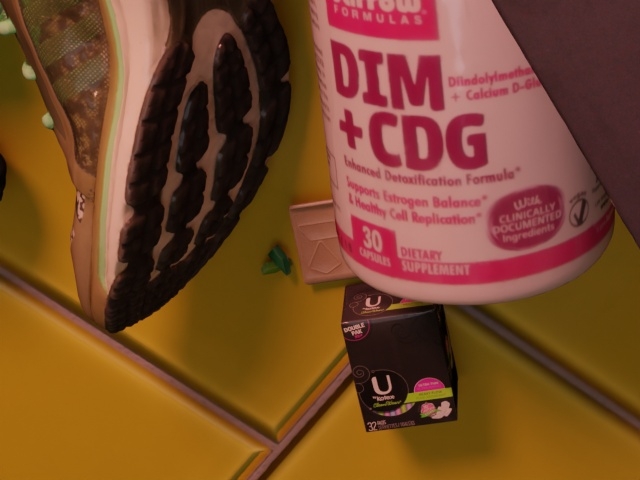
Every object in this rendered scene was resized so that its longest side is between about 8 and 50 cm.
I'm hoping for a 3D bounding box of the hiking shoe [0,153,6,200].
[{"bbox_3d":[-0.292,-0.126,1.009,0.304,0.113,0.132,38,104,-21],"label":"hiking shoe"}]

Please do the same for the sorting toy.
[{"bbox_3d":[0.000,0.000,1.098,0.083,0.012,0.062,-8,121,6],"label":"sorting toy"}]

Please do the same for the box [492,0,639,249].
[{"bbox_3d":[0.252,-0.117,0.821,0.179,0.312,0.343,-19,115,36],"label":"box"}]

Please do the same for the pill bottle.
[{"bbox_3d":[0.074,-0.122,0.943,0.160,0.160,0.283,-4,117,8],"label":"pill bottle"}]

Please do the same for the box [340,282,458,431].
[{"bbox_3d":[0.051,0.071,1.107,0.062,0.052,0.083,-9,115,9],"label":"box"}]

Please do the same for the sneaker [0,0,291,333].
[{"bbox_3d":[-0.127,-0.141,0.997,0.182,0.158,0.410,23,125,30],"label":"sneaker"}]
